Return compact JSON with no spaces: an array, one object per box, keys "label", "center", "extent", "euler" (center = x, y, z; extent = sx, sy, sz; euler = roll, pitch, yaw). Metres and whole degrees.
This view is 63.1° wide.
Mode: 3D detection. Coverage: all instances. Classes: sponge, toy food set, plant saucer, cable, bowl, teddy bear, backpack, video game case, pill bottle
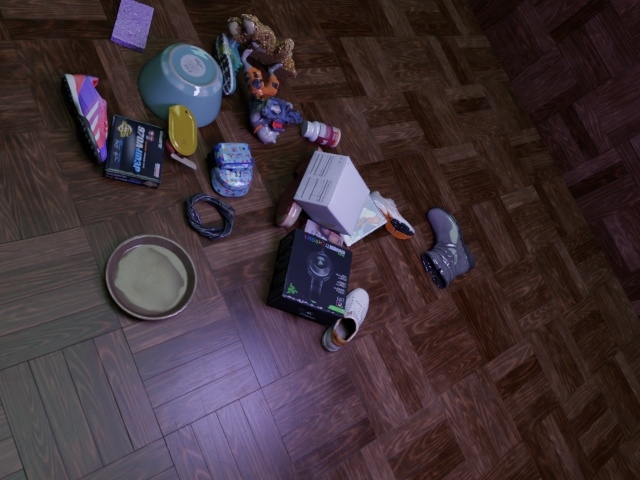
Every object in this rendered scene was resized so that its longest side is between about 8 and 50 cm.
[{"label":"sponge","center":[-0.690,-0.796,1.918],"extent":[0.117,0.031,0.209],"euler":[15,62,-27]},{"label":"toy food set","center":[-0.494,-0.355,1.797],"extent":[0.128,0.071,0.217],"euler":[16,69,-57]},{"label":"plant saucer","center":[-0.518,0.114,1.605],"extent":[0.278,0.041,0.277],"euler":[13,63,-28]},{"label":"cable","center":[-0.385,-0.085,1.785],"extent":[0.185,0.047,0.150],"euler":[31,60,-21]},{"label":"bowl","center":[-0.477,-0.578,1.873],"extent":[0.312,0.163,0.311],"euler":[13,63,-28]},{"label":"teddy bear","center":[-0.216,-0.779,2.066],"extent":[0.338,0.245,0.113],"euler":[26,72,-31]},{"label":"backpack","center":[-0.313,-0.248,1.857],"extent":[0.158,0.117,0.173],"euler":[-1,72,-32]},{"label":"video game case","center":[0.139,-0.100,2.092],"extent":[0.201,0.023,0.183],"euler":[-32,88,-16]},{"label":"pill bottle","center":[0.000,-0.445,2.168],"extent":[0.152,0.086,0.086],"euler":[11,63,-28]}]

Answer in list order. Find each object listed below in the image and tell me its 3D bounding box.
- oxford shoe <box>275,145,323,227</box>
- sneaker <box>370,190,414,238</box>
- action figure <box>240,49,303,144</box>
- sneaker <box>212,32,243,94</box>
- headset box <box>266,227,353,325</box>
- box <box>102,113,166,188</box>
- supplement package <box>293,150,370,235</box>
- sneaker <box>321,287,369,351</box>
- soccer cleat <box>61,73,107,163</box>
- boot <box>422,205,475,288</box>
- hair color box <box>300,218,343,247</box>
[{"label":"oxford shoe","center":[-0.043,-0.186,1.992],"extent":[0.146,0.141,0.396],"euler":[41,56,-23]},{"label":"sneaker","center":[0.304,-0.116,2.210],"extent":[0.262,0.099,0.121],"euler":[38,49,-14]},{"label":"action figure","center":[-0.204,-0.534,2.043],"extent":[0.341,0.179,0.329],"euler":[6,80,-69]},{"label":"sneaker","center":[-0.350,-0.693,2.050],"extent":[0.110,0.107,0.275],"euler":[12,63,-40]},{"label":"headset box","center":[-0.036,0.141,1.846],"extent":[0.247,0.131,0.282],"euler":[24,58,-22]},{"label":"box","center":[-0.611,-0.293,1.724],"extent":[0.175,0.051,0.220],"euler":[12,62,-28]},{"label":"supplement package","center":[0.049,-0.168,1.922],"extent":[0.262,0.145,0.203],"euler":[46,62,-57]},{"label":"sneaker","center":[0.120,0.278,1.891],"extent":[0.106,0.123,0.290],"euler":[41,52,-8]},{"label":"soccer cleat","center":[-0.725,-0.394,1.665],"extent":[0.117,0.109,0.318],"euler":[-16,75,-35]},{"label":"boot","center":[0.523,0.023,2.279],"extent":[0.223,0.118,0.338],"euler":[-24,78,-33]},{"label":"hair color box","center":[0.000,0.000,1.984],"extent":[0.167,0.053,0.093],"euler":[28,55,-21]}]
